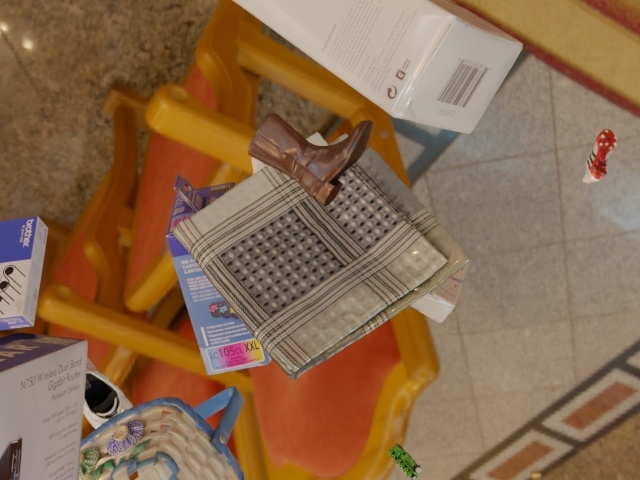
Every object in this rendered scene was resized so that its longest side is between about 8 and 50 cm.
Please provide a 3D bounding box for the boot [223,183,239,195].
[{"bbox_3d":[-0.056,0.030,1.509,0.089,0.269,0.236,-42,116,4],"label":"boot"}]

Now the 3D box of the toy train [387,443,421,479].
[{"bbox_3d":[0.123,0.319,1.294,0.023,0.083,0.017,-47,114,-3],"label":"toy train"}]

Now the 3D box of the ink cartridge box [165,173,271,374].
[{"bbox_3d":[-0.219,0.047,1.925,0.151,0.270,0.395,-11,111,0],"label":"ink cartridge box"}]

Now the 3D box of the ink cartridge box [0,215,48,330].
[{"bbox_3d":[-0.555,0.059,1.607,0.097,0.207,0.046,-7,147,8],"label":"ink cartridge box"}]

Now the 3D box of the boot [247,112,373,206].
[{"bbox_3d":[-0.014,-0.107,0.933,0.114,0.037,0.106,38,107,16],"label":"boot"}]

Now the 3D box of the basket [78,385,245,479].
[{"bbox_3d":[-0.226,0.320,1.231,0.255,0.289,0.201,-34,97,8],"label":"basket"}]

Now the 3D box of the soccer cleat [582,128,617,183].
[{"bbox_3d":[0.358,-0.109,1.156,0.029,0.083,0.035,29,152,-11],"label":"soccer cleat"}]

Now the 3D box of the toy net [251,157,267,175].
[{"bbox_3d":[-0.062,-0.108,1.941,0.122,0.045,0.232,-32,102,9],"label":"toy net"}]

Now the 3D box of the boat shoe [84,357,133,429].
[{"bbox_3d":[-0.449,0.341,1.853,0.095,0.084,0.258,-45,131,-14],"label":"boat shoe"}]

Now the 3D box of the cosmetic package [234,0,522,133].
[{"bbox_3d":[0.066,-0.319,1.279,0.217,0.385,0.156,0,127,-54],"label":"cosmetic package"}]

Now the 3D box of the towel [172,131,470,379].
[{"bbox_3d":[0.000,0.000,1.288,0.324,0.312,0.056,-32,150,-17],"label":"towel"}]

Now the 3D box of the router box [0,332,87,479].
[{"bbox_3d":[-0.318,0.255,0.795,0.082,0.335,0.301,5,94,7],"label":"router box"}]

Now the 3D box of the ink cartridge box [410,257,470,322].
[{"bbox_3d":[0.181,0.058,1.441,0.089,0.122,0.052,30,132,-2],"label":"ink cartridge box"}]
